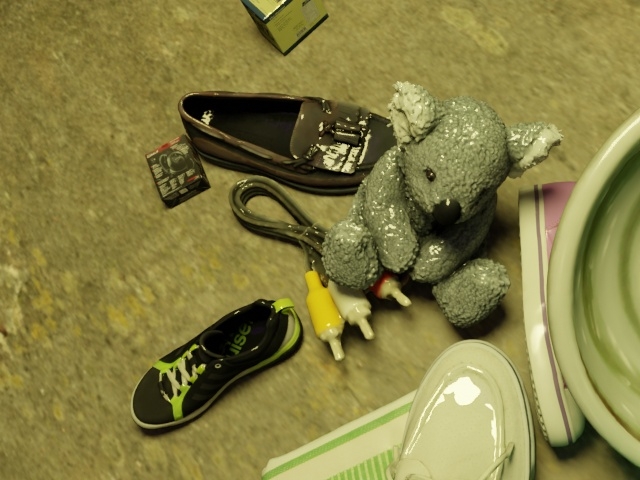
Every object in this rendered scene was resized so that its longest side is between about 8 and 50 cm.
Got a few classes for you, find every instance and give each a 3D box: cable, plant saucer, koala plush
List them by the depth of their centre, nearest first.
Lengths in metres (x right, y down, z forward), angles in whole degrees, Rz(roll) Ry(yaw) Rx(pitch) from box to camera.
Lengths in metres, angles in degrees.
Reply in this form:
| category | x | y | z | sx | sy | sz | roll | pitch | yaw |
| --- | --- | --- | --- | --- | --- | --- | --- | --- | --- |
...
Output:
| category | x | y | z | sx | sy | sz | roll | pitch | yaw |
| --- | --- | --- | --- | --- | --- | --- | --- | --- | --- |
| plant saucer | 0.391 | 0.030 | 0.767 | 0.400 | 0.100 | 0.401 | -1 | 102 | -3 |
| koala plush | 0.125 | -0.063 | 0.867 | 0.196 | 0.221 | 0.203 | 17 | 53 | 0 |
| cable | 0.000 | 0.000 | 0.987 | 0.139 | 0.072 | 0.287 | -37 | 63 | -3 |

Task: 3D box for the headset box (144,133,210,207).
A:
| category | x | y | z | sx | sy | sz | roll | pitch | yaw |
| --- | --- | --- | --- | --- | --- | --- | --- | --- | --- |
| headset box | -0.188 | -0.094 | 1.108 | 0.062 | 0.032 | 0.083 | -28 | 63 | 5 |

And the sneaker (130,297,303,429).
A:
| category | x | y | z | sx | sy | sz | roll | pitch | yaw |
| --- | --- | --- | --- | --- | --- | --- | --- | --- | --- |
| sneaker | -0.130 | 0.129 | 0.964 | 0.234 | 0.097 | 0.084 | -34 | 63 | 3 |

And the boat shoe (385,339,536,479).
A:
| category | x | y | z | sx | sy | sz | roll | pitch | yaw |
| --- | --- | --- | --- | --- | --- | --- | --- | --- | --- |
| boat shoe | 0.103 | 0.258 | 0.762 | 0.135 | 0.156 | 0.367 | 12 | 75 | 22 |

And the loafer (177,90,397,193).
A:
| category | x | y | z | sx | sy | sz | roll | pitch | yaw |
| --- | --- | --- | --- | --- | --- | --- | --- | --- | --- |
| loafer | -0.038 | -0.128 | 1.036 | 0.302 | 0.095 | 0.109 | 9 | 73 | 21 |

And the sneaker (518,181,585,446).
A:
| category | x | y | z | sx | sy | sz | roll | pitch | yaw |
| --- | --- | --- | --- | --- | --- | --- | --- | --- | --- |
| sneaker | 0.285 | 0.065 | 0.854 | 0.161 | 0.102 | 0.282 | -2 | 69 | 14 |

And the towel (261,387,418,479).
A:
| category | x | y | z | sx | sy | sz | roll | pitch | yaw |
| --- | --- | --- | --- | --- | --- | --- | --- | --- | --- |
| towel | 0.089 | 0.332 | 0.849 | 0.247 | 0.038 | 0.325 | -27 | 65 | 7 |

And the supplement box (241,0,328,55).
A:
| category | x | y | z | sx | sy | sz | roll | pitch | yaw |
| --- | --- | --- | --- | --- | --- | --- | --- | --- | --- |
| supplement box | -0.047 | -0.307 | 1.116 | 0.083 | 0.083 | 0.056 | -43 | 62 | -2 |
